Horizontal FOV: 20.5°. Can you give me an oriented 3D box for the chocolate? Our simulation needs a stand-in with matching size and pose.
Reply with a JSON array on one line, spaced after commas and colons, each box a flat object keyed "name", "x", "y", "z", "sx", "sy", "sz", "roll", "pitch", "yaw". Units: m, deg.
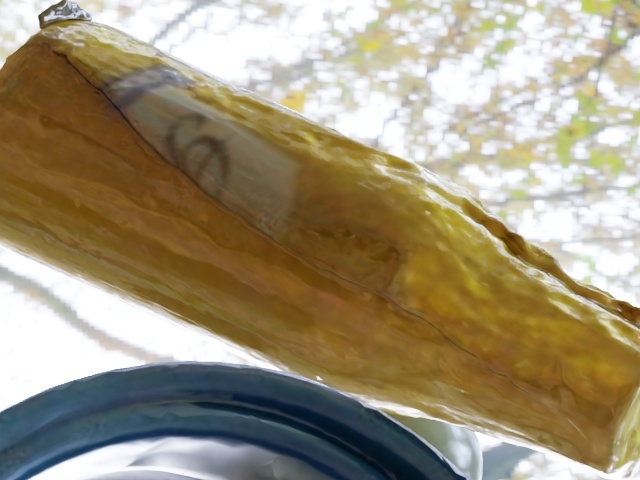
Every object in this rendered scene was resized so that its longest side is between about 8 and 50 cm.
[{"name": "chocolate", "x": 0.000, "y": 0.000, "z": 1.013, "sx": 0.445, "sy": 0.162, "sz": 0.162, "roll": 23, "pitch": -74, "yaw": 28}]

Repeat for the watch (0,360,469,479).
[{"name": "watch", "x": -0.048, "y": 0.202, "z": 0.482, "sx": 0.241, "sy": 0.274, "sz": 0.305, "roll": -35, "pitch": -153, "yaw": 54}]

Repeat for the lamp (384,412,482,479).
[{"name": "lamp", "x": 0.052, "y": 0.145, "z": 1.142, "sx": 0.105, "sy": 0.105, "sz": 0.105, "roll": 0, "pitch": -89, "yaw": 41}]
